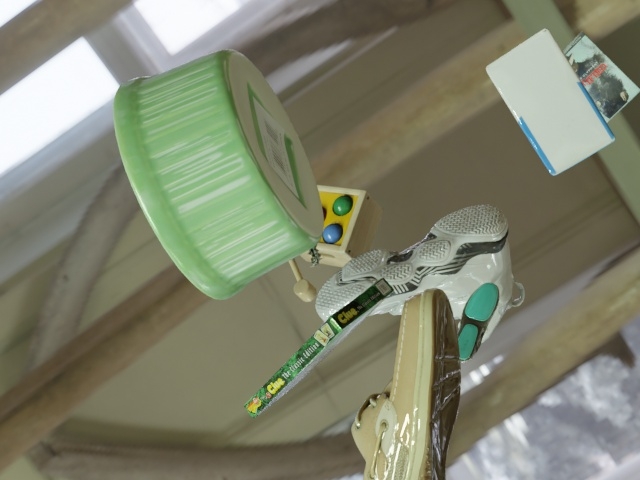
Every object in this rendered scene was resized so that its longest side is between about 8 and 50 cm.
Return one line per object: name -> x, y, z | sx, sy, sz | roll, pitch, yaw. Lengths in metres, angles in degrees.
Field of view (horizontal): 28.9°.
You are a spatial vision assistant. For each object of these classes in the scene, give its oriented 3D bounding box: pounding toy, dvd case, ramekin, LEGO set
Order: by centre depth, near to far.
ramekin -> -0.117, -0.092, 1.561 | 0.303, 0.148, 0.303 | 60, -166, -26
dvd case -> 0.385, -0.226, 1.776 | 0.119, 0.087, 0.013 | 48, -164, 11
LEGO set -> -0.011, 0.009, 1.922 | 0.083, 0.023, 0.054 | 84, 166, -61
pounding toy -> -0.010, 0.004, 2.292 | 0.094, 0.181, 0.206 | 44, -120, -53

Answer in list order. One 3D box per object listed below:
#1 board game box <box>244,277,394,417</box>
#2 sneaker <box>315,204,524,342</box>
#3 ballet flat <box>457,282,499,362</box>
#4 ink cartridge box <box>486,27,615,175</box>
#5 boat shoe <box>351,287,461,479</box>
board game box -> -0.005, 0.157, 1.788 | 0.030, 0.259, 0.136 | 50, -138, 9
sneaker -> 0.186, 0.101, 2.175 | 0.210, 0.366, 0.137 | 65, 177, -25
ballet flat -> 0.201, 0.109, 1.624 | 0.041, 0.114, 0.041 | 24, 166, 6
ink cartridge box -> 0.267, -0.164, 1.459 | 0.148, 0.086, 0.203 | 57, -169, -1
boat shoe -> 0.087, 0.220, 1.409 | 0.122, 0.110, 0.341 | 3, -87, -68
